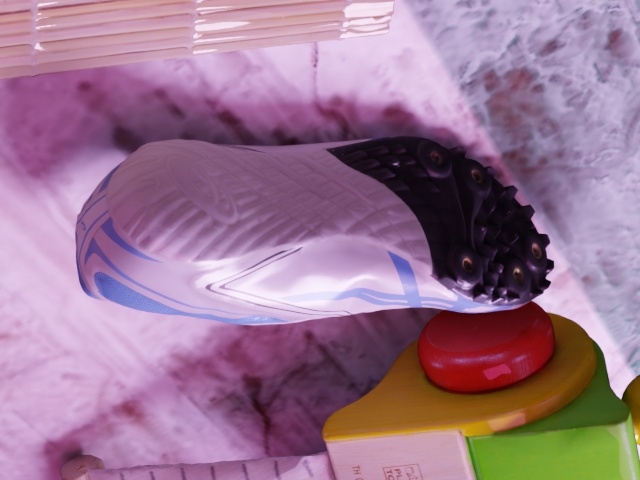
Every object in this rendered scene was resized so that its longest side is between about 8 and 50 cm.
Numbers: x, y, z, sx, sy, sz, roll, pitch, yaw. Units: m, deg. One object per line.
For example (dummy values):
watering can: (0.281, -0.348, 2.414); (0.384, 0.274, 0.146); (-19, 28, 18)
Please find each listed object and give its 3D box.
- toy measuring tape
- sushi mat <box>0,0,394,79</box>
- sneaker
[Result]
toy measuring tape: (0.033, 0.095, 0.852); (0.330, 0.121, 0.121); (-8, 137, 17)
sushi mat: (-0.118, -0.124, 0.635); (0.316, 0.019, 0.151); (-9, 132, -13)
sneaker: (0.000, 0.000, 0.759); (0.237, 0.085, 0.086); (5, 156, -27)
